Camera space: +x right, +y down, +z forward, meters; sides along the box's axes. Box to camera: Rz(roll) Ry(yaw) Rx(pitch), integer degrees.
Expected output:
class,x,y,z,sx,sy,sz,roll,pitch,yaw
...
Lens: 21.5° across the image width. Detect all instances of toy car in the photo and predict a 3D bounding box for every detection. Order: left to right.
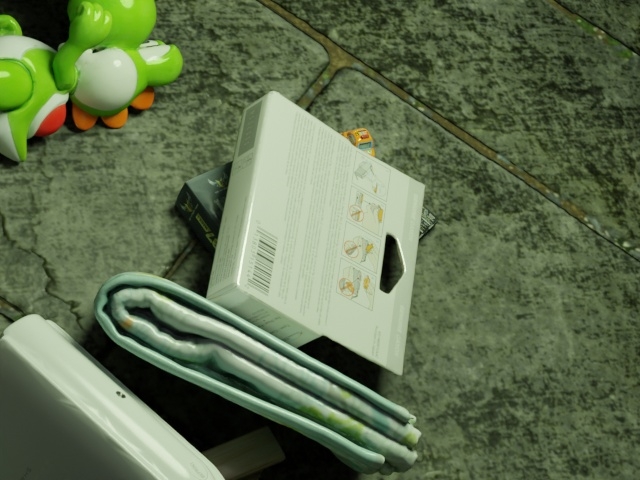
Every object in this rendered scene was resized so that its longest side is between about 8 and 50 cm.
class,x,y,z,sx,sy,sz,roll,pitch,yaw
toy car,0.018,-0.135,2.259,0.122,0.040,0.060,5,56,-20

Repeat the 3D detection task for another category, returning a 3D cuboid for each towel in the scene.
class,x,y,z,sx,sy,sz,roll,pitch,yaw
towel,-0.077,0.146,1.873,0.374,0.320,0.090,29,84,-3

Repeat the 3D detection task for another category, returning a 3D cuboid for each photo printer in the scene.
class,x,y,z,sx,sy,sz,roll,pitch,yaw
photo printer,-0.254,0.266,1.735,0.307,0.256,0.107,41,23,11

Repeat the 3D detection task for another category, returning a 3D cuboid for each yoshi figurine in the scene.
class,x,y,z,sx,sy,sz,roll,pitch,yaw
yoshi figurine,-0.343,-0.244,2.092,0.362,0.203,0.203,-14,58,-33

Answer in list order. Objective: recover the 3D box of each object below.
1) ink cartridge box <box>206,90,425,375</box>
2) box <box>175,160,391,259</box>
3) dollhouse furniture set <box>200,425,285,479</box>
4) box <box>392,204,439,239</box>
class,x,y,z,sx,sy,sz,roll,pitch,yaw
ink cartridge box,0.000,0.000,2.071,0.261,0.066,0.296,31,50,-29
box,-0.041,-0.033,2.154,0.233,0.059,0.183,-27,72,-34
dollhouse furniture set,-0.067,0.352,1.816,0.212,0.161,0.242,-20,67,-32
box,0.107,-0.034,2.242,0.083,0.018,0.067,42,52,8
